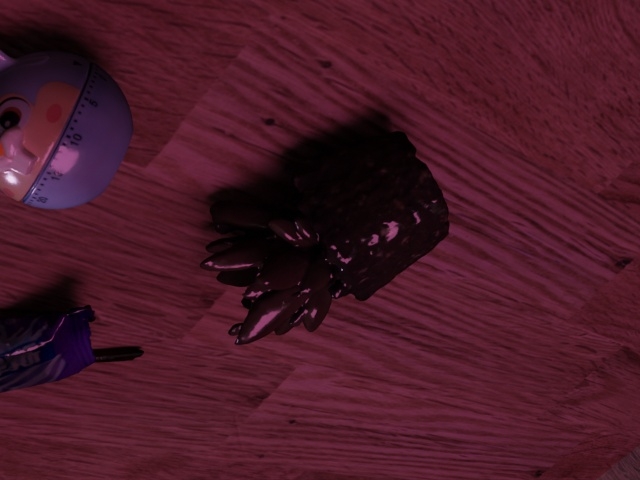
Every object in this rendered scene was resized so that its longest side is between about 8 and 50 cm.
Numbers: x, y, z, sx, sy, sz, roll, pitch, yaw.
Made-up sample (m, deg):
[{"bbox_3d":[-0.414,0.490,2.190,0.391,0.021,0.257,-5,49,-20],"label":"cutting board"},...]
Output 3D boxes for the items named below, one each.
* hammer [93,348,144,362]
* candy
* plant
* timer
[{"bbox_3d":[-0.331,0.166,1.425,0.178,0.021,0.065,-3,130,-34],"label":"hammer"},{"bbox_3d":[-0.416,0.146,1.301,0.275,0.070,0.145,-11,143,-10],"label":"candy"},{"bbox_3d":[0.000,0.000,1.315,0.320,0.182,0.194,-26,148,-1],"label":"plant"},{"bbox_3d":[-0.303,-0.119,0.997,0.255,0.175,0.175,14,126,-40],"label":"timer"}]
